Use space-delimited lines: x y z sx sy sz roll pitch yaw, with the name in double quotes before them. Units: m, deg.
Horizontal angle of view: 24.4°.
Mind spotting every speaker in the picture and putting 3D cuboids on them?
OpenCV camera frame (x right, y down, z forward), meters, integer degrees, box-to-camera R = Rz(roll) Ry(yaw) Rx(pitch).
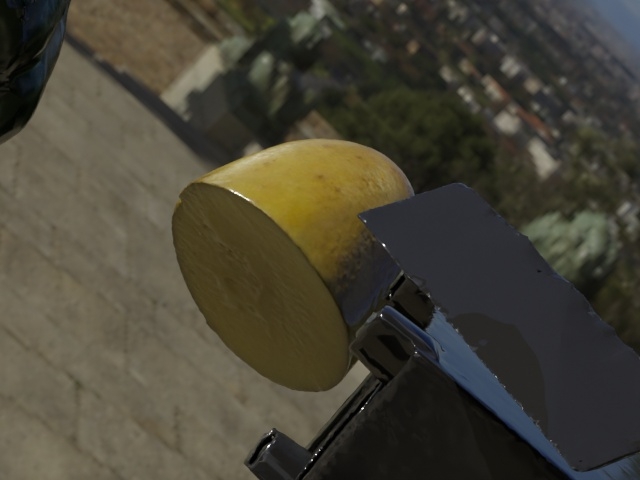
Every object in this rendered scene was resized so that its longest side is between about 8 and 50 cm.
"speaker" 0.084 0.170 0.858 0.254 0.184 0.232 39 10 2

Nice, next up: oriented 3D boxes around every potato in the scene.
"potato" 0.000 0.000 1.116 0.178 0.158 0.203 21 -42 39

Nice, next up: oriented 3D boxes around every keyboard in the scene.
"keyboard" 0.097 0.038 0.732 0.196 0.074 0.015 50 -30 39

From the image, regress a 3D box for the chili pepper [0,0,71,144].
"chili pepper" -0.194 -0.107 0.654 0.165 0.174 0.261 33 47 -19
